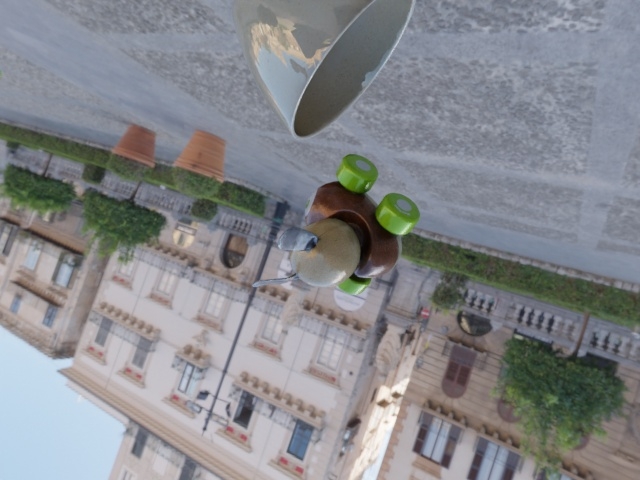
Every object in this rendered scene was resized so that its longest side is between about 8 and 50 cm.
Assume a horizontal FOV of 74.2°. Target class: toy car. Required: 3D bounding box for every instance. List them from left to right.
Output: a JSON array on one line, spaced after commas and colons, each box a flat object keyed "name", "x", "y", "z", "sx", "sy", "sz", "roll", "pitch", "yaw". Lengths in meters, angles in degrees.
[{"name": "toy car", "x": 0.000, "y": 0.000, "z": 0.523, "sx": 0.189, "sy": 0.155, "sz": 0.149, "roll": -20, "pitch": -120, "yaw": -43}]

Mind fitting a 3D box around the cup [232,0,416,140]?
[{"name": "cup", "x": -0.021, "y": -0.394, "z": 0.792, "sx": 0.237, "sy": 0.331, "sz": 0.331, "roll": 44, "pitch": 180, "yaw": 5}]
